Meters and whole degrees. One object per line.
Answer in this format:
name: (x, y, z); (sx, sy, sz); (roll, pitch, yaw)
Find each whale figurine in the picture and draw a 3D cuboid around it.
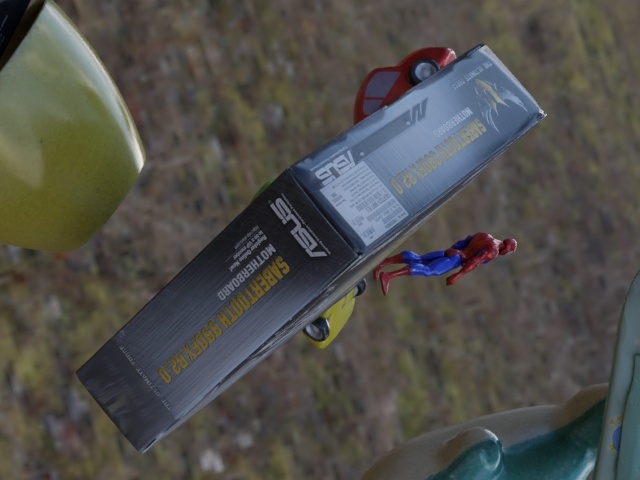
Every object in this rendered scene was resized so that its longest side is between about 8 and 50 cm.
whale figurine: (0.158, 0.226, 1.644); (0.216, 0.272, 0.141); (69, -5, -63)

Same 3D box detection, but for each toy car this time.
toy car: (0.000, -0.023, 1.286); (0.225, 0.053, 0.239); (-24, 139, -66)

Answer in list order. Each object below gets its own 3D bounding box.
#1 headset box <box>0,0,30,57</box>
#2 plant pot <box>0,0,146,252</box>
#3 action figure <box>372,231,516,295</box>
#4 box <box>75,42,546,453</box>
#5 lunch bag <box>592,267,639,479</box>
headset box: (-0.269, -0.222, 0.985); (0.246, 0.283, 0.131); (-64, 158, -14)
plant pot: (-0.150, -0.048, 1.012); (0.095, 0.134, 0.134); (39, 27, -15)
action figure: (0.099, 0.016, 1.494); (0.038, 0.115, 0.030); (-122, -161, -61)
box: (0.000, 0.000, 0.991); (0.056, 0.183, 0.231); (49, 34, 4)
lunch bag: (0.298, 0.130, 1.500); (0.224, 0.107, 0.279); (-32, 132, -53)
